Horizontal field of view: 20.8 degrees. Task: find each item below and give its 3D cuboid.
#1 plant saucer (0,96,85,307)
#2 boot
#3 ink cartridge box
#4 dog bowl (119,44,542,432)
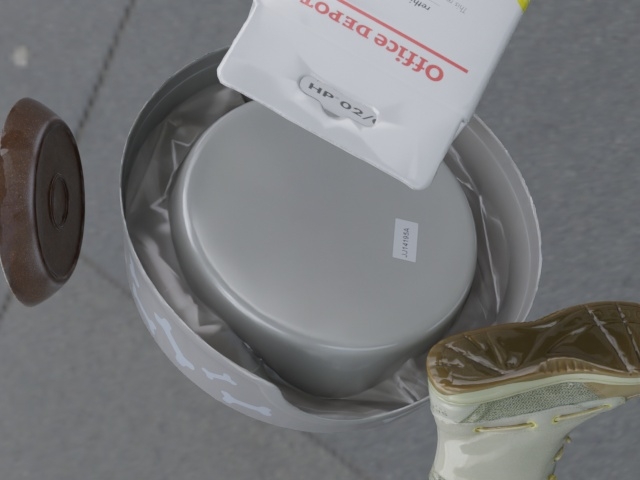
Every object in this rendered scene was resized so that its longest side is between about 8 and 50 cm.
[{"bbox_3d":[-0.220,-0.031,1.390,0.029,0.168,0.168,0,96,9],"label":"plant saucer"},{"bbox_3d":[0.185,0.133,1.327,0.077,0.213,0.165,-105,9,-46],"label":"boot"},{"bbox_3d":[0.034,-0.108,0.765,0.104,0.061,0.181,29,68,-1],"label":"ink cartridge box"},{"bbox_3d":[0.000,0.000,1.418,0.348,0.349,0.102,53,148,17],"label":"dog bowl"}]
